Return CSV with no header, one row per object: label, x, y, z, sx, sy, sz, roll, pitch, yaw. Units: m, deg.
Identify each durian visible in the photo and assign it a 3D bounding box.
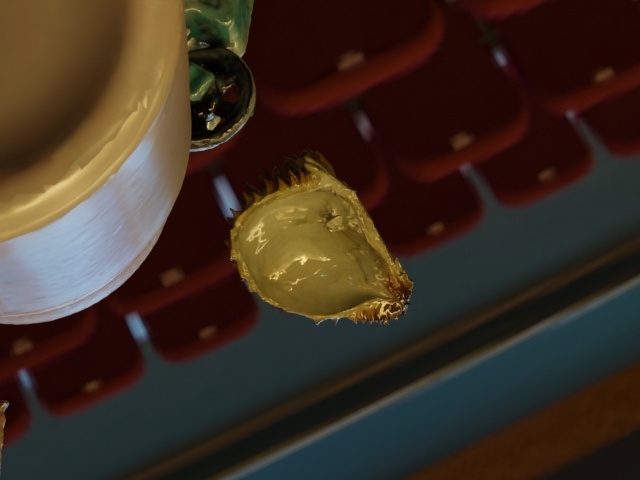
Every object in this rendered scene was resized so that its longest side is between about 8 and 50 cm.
durian,0.000,0.000,1.672,0.144,0.139,0.252,-48,133,-23

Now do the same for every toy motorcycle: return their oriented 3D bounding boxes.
toy motorcycle,-0.135,-0.183,1.333,0.206,0.260,0.154,3,154,8

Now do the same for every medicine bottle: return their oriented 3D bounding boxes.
medicine bottle,-0.170,-0.071,0.927,0.211,0.211,0.371,-25,174,-7

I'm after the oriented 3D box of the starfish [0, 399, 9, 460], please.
starfish,-0.322,0.106,0.717,0.398,0.132,0.384,10,174,-31
